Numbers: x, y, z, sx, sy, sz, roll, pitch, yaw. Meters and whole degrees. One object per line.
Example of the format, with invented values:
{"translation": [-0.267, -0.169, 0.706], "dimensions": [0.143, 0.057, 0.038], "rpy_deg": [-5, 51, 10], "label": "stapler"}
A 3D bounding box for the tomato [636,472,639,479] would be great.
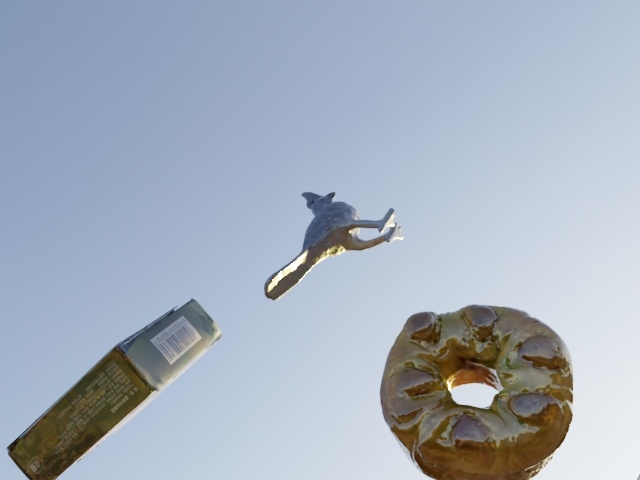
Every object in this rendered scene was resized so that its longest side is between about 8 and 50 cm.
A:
{"translation": [0.575, 0.426, 0.937], "dimensions": [0.322, 0.321, 0.321], "rpy_deg": [-11, -41, -10], "label": "tomato"}

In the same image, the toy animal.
{"translation": [0.037, -0.011, 1.194], "dimensions": [0.206, 0.367, 0.081], "rpy_deg": [-5, -63, 13], "label": "toy animal"}

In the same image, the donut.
{"translation": [0.180, 0.179, 0.801], "dimensions": [0.227, 0.226, 0.114], "rpy_deg": [-19, -43, 0], "label": "donut"}

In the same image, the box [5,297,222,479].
{"translation": [-0.471, 0.349, 1.622], "dimensions": [0.420, 0.138, 0.373], "rpy_deg": [-42, -1, 18], "label": "box"}
